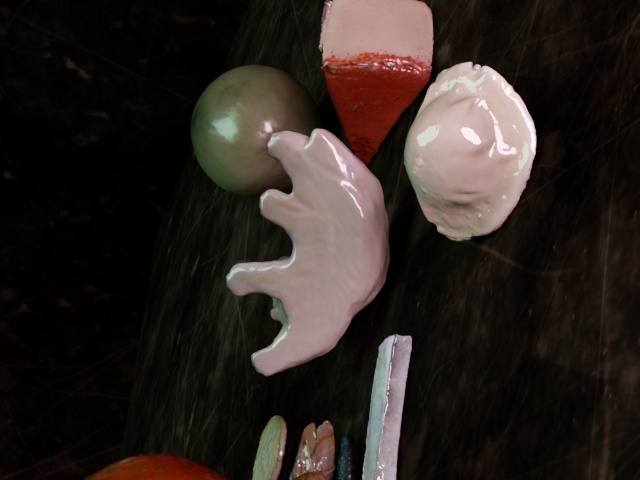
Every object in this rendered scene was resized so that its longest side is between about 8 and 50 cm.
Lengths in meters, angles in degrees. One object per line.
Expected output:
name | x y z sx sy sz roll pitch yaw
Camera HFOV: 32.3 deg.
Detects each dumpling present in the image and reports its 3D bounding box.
dumpling | 0.172 -0.092 1.219 0.155 0.181 0.111 6 40 46

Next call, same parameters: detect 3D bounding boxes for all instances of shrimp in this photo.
shrimp | -0.010 0.353 1.429 0.317 0.077 0.168 -91 7 -45

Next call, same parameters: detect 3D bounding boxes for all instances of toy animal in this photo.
toy animal | 0.000 0.000 1.582 0.266 0.188 0.308 -26 83 30

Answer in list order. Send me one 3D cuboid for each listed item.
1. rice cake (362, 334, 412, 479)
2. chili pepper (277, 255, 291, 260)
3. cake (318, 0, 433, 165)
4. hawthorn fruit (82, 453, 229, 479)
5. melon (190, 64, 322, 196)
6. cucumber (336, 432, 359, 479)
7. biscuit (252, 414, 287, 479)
rice cake | 0.081 0.217 1.348 0.043 0.034 0.211 -32 43 57
chili pepper | -0.055 0.053 2.008 0.050 0.041 0.153 64 167 -8
cake | 0.108 -0.248 1.695 0.262 0.159 0.158 65 -154 -55
hawthorn fruit | -0.230 0.525 1.587 0.403 0.402 0.403 -165 90 -75
melon | -0.122 -0.210 2.114 0.308 0.271 0.272 156 128 -64
cucumber | 0.036 0.308 1.432 0.032 0.032 0.133 121 160 -46
biscuit | -0.088 0.364 1.852 0.152 0.020 0.152 -165 90 -75
